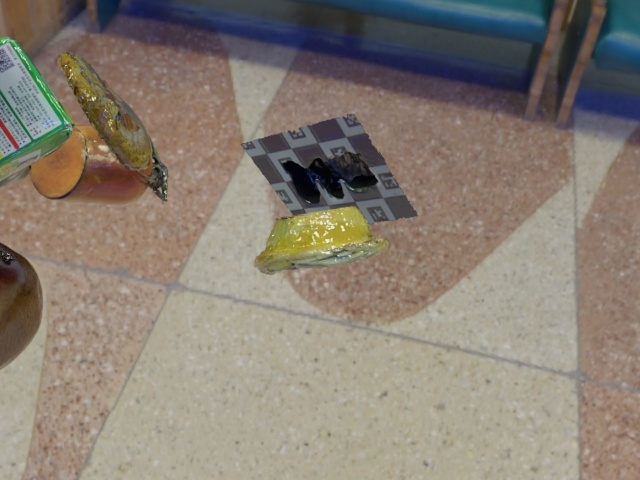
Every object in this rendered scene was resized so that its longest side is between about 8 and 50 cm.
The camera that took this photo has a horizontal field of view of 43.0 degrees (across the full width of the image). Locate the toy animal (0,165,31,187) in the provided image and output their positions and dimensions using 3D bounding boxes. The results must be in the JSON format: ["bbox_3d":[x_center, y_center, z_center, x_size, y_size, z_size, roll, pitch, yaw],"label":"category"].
[{"bbox_3d":[-0.623,-0.158,1.429,0.165,0.187,0.235,46,16,-5],"label":"toy animal"}]

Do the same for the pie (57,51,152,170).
[{"bbox_3d":[-0.413,-0.250,1.561,0.069,0.273,0.273,-38,51,1],"label":"pie"}]

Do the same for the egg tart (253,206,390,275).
[{"bbox_3d":[0.000,0.000,1.587,0.288,0.119,0.288,-7,2,0],"label":"egg tart"}]

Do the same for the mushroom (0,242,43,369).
[{"bbox_3d":[-0.667,0.124,1.447,0.345,0.260,0.346,15,39,-12],"label":"mushroom"}]

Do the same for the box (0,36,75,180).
[{"bbox_3d":[-0.518,-0.175,1.225,0.250,0.180,0.103,-35,13,-19],"label":"box"}]

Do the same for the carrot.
[{"bbox_3d":[-0.516,-0.186,2.005,0.331,0.214,0.193,5,73,-42],"label":"carrot"}]

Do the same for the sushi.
[{"bbox_3d":[0.038,-0.175,1.904,0.373,0.296,0.100,-9,36,45],"label":"sushi"}]
